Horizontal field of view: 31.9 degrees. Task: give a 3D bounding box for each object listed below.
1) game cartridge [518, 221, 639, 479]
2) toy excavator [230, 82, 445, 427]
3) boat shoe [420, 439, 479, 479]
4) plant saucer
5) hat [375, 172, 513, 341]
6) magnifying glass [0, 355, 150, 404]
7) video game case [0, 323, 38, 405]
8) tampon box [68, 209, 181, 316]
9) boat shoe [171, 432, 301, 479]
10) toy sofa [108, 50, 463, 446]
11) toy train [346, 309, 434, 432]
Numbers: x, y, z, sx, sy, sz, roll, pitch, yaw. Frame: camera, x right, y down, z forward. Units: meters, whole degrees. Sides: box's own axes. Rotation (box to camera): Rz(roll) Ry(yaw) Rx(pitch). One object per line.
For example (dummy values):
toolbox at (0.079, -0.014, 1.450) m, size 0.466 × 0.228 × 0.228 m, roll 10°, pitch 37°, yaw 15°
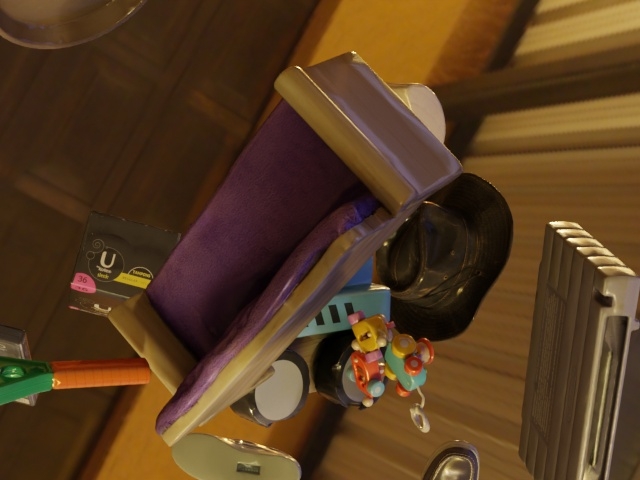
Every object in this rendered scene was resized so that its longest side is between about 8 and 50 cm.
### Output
game cartridge at (0.331, 0.174, 1.458) m, size 0.230 × 0.068 × 0.355 m, roll -101°, pitch -167°, yaw -71°
toy excavator at (0.000, 0.000, 1.588) m, size 0.222 × 0.432 × 0.446 m, roll 13°, pitch -75°, yaw 51°
boat shoe at (0.209, 0.477, 1.934) m, size 0.092 × 0.102 × 0.285 m, roll -88°, pitch -165°, yaw -63°
plant saucer at (-0.352, -0.383, 1.592) m, size 0.278 × 0.277 × 0.041 m, roll -45°, pitch -117°, yaw 32°
hat at (0.187, 0.016, 2.049) m, size 0.331 × 0.134 × 0.332 m, roll -25°, pitch -125°, yaw 42°
magnifying glass at (-0.269, 0.125, 1.010) m, size 0.092 × 0.230 × 0.026 m, roll -140°, pitch -128°, yaw -57°
video game case at (-0.475, 0.147, 1.464) m, size 0.274 × 0.196 × 0.026 m, roll 113°, pitch -8°, yaw -63°
tampon box at (-0.259, 0.041, 1.465) m, size 0.161 × 0.120 × 0.102 m, roll 133°, pitch -30°, yaw -72°
boat shoe at (-0.144, 0.385, 1.936) m, size 0.081 × 0.227 × 0.079 m, roll 63°, pitch 39°, yaw -82°
toy sofa at (-0.058, 0.014, 0.999) m, size 0.177 × 0.150 × 0.362 m, roll -30°, pitch 165°, yaw -50°
toy train at (0.080, 0.137, 1.216) m, size 0.046 × 0.125 × 0.166 m, roll -22°, pitch -159°, yaw -22°
